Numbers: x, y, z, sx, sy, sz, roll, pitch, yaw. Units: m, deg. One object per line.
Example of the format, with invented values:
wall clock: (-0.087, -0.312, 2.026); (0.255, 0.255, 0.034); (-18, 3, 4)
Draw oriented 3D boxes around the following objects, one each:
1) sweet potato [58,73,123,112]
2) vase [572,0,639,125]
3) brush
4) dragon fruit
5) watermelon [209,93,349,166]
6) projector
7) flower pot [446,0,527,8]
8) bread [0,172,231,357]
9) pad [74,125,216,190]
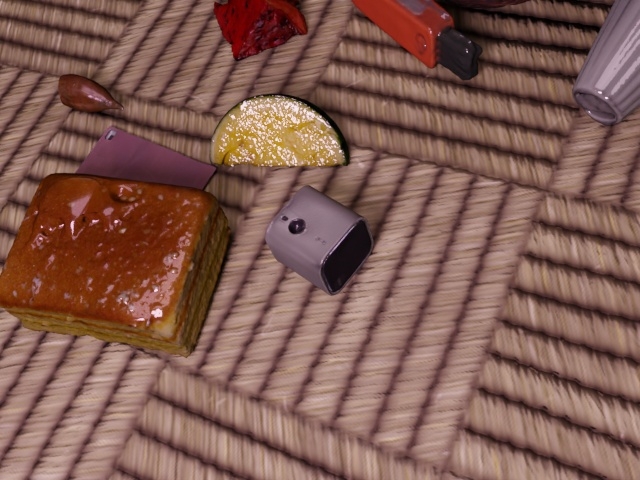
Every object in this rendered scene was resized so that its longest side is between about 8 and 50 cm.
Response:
sweet potato: (-0.316, -0.198, 1.105); (0.117, 0.049, 0.049); (22, 68, 24)
vase: (0.384, -0.243, 0.913); (0.128, 0.128, 0.248); (36, 83, 29)
brush: (0.095, -0.310, 1.056); (0.051, 0.070, 0.323); (-34, 55, -8)
dragon fruit: (-0.097, -0.343, 1.138); (0.092, 0.122, 0.192); (-7, 44, -37)
watermelon: (-0.049, -0.142, 1.015); (0.182, 0.075, 0.092); (0, 105, 16)
projector: (0.000, 0.000, 0.888); (0.082, 0.083, 0.083); (32, 72, 28)
flower pot: (0.248, -0.385, 0.903); (0.266, 0.266, 0.267); (-40, 37, -10)
bread: (-0.238, 0.019, 0.922); (0.234, 0.110, 0.184); (7, 64, 18)
pad: (-0.237, -0.079, 1.041); (0.188, 0.006, 0.113); (22, 69, 24)
